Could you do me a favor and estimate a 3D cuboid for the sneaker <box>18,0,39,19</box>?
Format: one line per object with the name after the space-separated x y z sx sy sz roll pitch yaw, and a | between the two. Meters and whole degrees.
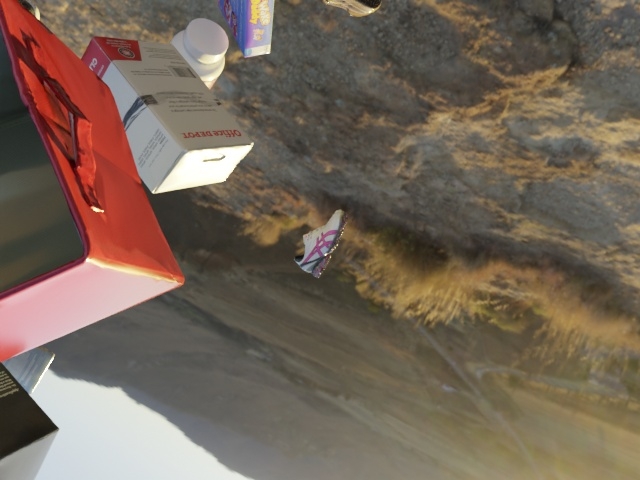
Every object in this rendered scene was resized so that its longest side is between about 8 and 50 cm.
-0.582 -0.328 1.120 0.079 0.217 0.121 26 -158 -4 | sneaker

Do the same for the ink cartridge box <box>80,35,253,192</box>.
-0.283 -0.228 1.142 0.273 0.114 0.197 50 -149 12 | ink cartridge box

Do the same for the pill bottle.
-0.390 -0.526 1.902 0.169 0.169 0.301 34 147 -16 | pill bottle

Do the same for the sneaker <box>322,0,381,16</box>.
0.005 -0.403 0.986 0.188 0.066 0.071 24 164 -29 | sneaker

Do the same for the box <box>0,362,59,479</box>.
-0.450 0.262 0.830 0.158 0.156 0.093 40 -154 17 | box

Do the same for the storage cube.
-0.231 -0.023 0.420 0.193 0.215 0.183 65 -178 -82 | storage cube

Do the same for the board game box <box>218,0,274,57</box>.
-0.200 -0.700 1.667 0.347 0.078 0.233 104 145 -57 | board game box

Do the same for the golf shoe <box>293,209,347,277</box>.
0.000 0.000 1.512 0.086 0.186 0.067 30 -156 2 | golf shoe

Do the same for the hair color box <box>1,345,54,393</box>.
-0.819 0.220 1.430 0.185 0.113 0.374 17 162 34 | hair color box
